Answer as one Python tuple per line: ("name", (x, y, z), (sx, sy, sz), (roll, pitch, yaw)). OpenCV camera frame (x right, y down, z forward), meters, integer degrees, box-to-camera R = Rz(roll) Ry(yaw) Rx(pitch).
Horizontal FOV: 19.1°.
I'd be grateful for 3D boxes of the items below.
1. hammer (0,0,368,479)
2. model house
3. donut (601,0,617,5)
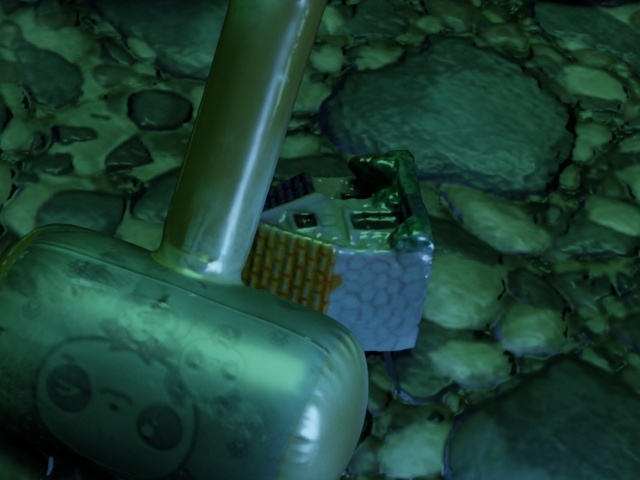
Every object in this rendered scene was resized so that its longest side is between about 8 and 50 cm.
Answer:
("hammer", (-0.045, -0.028, 0.928), (0.202, 0.305, 0.113), (19, 1, 10))
("model house", (0.000, 0.000, 1.024), (0.100, 0.088, 0.100), (-1, 40, -10))
("donut", (0.179, -0.288, 1.331), (0.277, 0.108, 0.277), (4, 44, -4))
